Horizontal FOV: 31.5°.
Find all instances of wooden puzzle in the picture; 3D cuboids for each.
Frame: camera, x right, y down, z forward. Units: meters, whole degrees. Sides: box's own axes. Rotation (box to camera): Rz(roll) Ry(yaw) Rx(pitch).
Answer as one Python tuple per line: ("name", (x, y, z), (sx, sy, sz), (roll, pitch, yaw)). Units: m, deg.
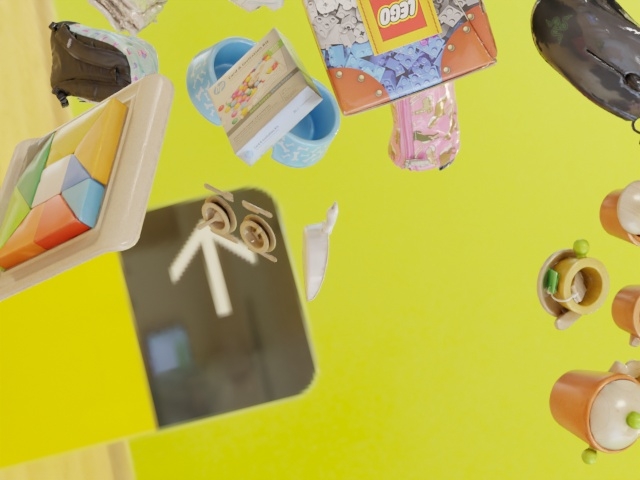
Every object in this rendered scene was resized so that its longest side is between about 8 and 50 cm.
("wooden puzzle", (-0.267, -0.058, 1.187), (0.044, 0.239, 0.221), (39, 46, -39))

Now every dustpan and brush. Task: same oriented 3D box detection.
("dustpan and brush", (0.000, 0.000, 2.175), (0.211, 0.060, 0.147), (93, -7, -49))

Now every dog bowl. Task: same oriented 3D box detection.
("dog bowl", (-0.094, -0.253, 2.031), (0.297, 0.074, 0.166), (30, 60, -16))

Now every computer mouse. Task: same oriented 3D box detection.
("computer mouse", (0.393, -0.240, 1.492), (0.272, 0.188, 0.072), (35, 30, 8))

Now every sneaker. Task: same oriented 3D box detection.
("sneaker", (-0.118, -0.361, 1.647), (0.053, 0.152, 0.061), (-51, 139, -33))

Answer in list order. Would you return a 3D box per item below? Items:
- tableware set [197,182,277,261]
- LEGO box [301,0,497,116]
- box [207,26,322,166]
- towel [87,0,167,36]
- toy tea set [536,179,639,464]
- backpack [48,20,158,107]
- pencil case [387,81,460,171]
("tableware set", (-0.173, -0.028, 2.297), (0.039, 0.194, 0.128), (-38, 139, -36))
("LEGO box", (0.061, -0.390, 1.472), (0.500, 0.193, 0.372), (-80, 151, -77))
("box", (-0.084, -0.212, 1.655), (0.038, 0.145, 0.186), (38, 17, -36))
("towel", (-0.310, -0.375, 1.423), (0.282, 0.049, 0.187), (47, 15, -11))
("toy tea set", (0.369, 0.099, 1.348), (0.124, 0.200, 0.336), (14, -65, 63))
("backpack", (-0.371, -0.301, 1.951), (0.115, 0.182, 0.152), (-37, 135, -51))
("pencil case", (0.198, -0.302, 2.275), (0.386, 0.160, 0.167), (79, -8, -53))
